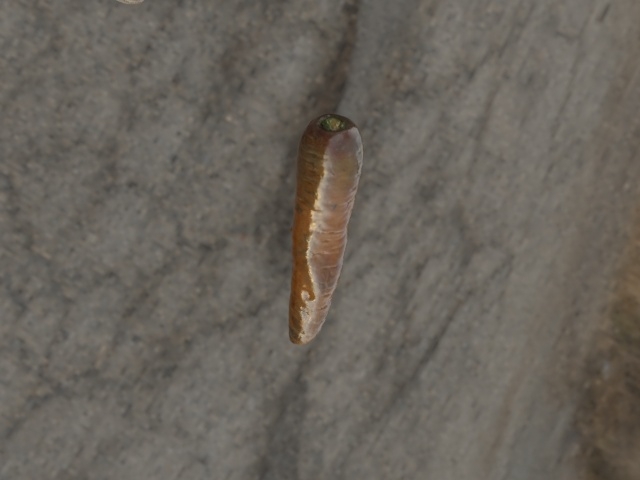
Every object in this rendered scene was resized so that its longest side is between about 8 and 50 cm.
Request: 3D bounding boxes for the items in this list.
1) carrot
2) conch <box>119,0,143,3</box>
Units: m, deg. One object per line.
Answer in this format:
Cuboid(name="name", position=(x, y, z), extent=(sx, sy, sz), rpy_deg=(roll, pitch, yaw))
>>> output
Cuboid(name="carrot", position=(0.000, 0.000, 0.911), extent=(0.047, 0.047, 0.191), rpy_deg=(-40, 146, -45))
Cuboid(name="conch", position=(-0.195, -0.294, 1.286), extent=(0.176, 0.094, 0.104), rpy_deg=(5, 132, -52))
